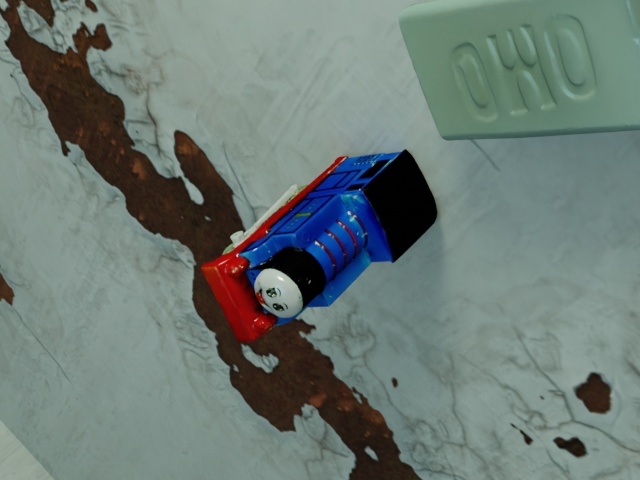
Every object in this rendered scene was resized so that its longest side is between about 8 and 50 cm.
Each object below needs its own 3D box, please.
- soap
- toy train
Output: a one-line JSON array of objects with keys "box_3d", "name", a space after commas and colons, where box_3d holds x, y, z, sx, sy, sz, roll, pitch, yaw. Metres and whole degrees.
[{"box_3d": [0.164, -0.139, 0.821, 0.198, 0.066, 0.119, 1, 124, 46], "name": "soap"}, {"box_3d": [0.000, 0.000, 1.003, 0.131, 0.204, 0.083, -3, 120, 43], "name": "toy train"}]
